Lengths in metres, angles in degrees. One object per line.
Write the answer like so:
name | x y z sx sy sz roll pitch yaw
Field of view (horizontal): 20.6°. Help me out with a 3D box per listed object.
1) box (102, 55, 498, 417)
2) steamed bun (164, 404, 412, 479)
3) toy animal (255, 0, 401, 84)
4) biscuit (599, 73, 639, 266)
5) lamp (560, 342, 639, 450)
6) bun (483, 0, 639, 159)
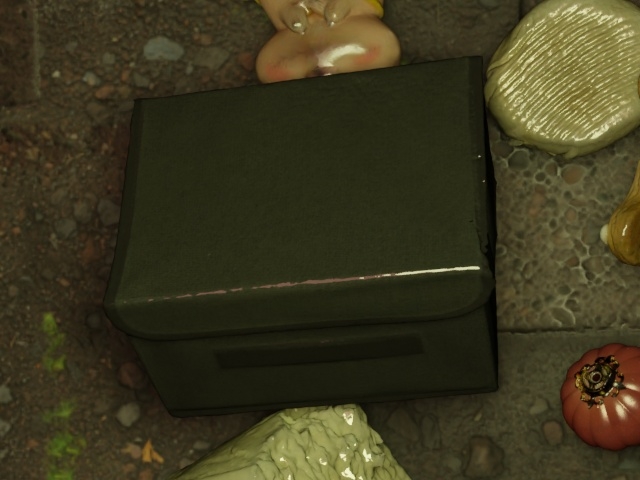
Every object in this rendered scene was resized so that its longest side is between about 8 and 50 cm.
box | 0.000 -0.001 1.659 0.345 0.204 0.251 -5 54 10
steamed bun | -0.029 0.306 1.668 0.273 0.272 0.290 -24 80 9
toy animal | 0.000 -0.226 1.750 0.165 0.149 0.248 -7 93 23
biscuit | 0.358 -0.115 1.670 0.049 0.197 0.302 16 92 44
lamp | 0.285 0.151 1.705 0.107 0.092 0.107 -18 54 27
bun | 0.247 -0.156 1.717 0.173 0.113 0.167 -7 79 12
